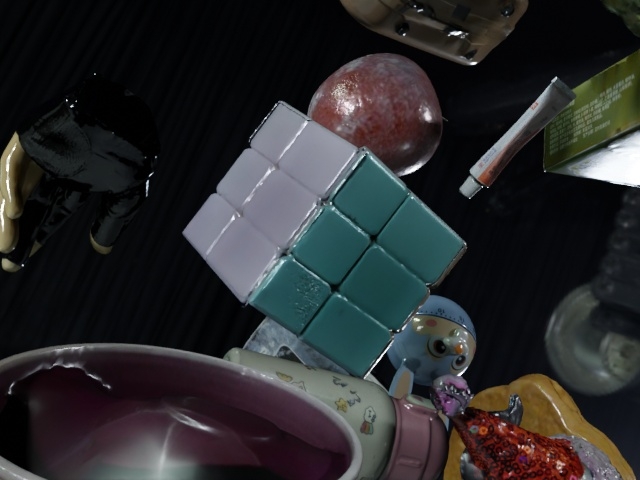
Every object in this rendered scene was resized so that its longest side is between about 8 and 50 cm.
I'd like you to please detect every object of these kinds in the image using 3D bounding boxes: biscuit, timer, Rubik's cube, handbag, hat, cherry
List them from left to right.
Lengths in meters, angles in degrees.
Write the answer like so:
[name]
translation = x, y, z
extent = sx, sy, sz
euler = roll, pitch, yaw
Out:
[Rubik's cube]
translation = 0.000, 0.000, 1.140
extent = 0.231, 0.225, 0.221
euler = 39, 0, -37
[cherry]
translation = 0.116, -0.236, 1.692
extent = 0.285, 0.236, 0.213
euler = -3, -49, -21
[handbag]
translation = 0.132, -0.404, 1.318
extent = 0.301, 0.283, 0.149
euler = 4, -43, -44
[timer]
translation = 0.192, 0.202, 1.533
extent = 0.175, 0.255, 0.175
euler = -1, -55, -1
[hat]
translation = 0.171, 0.206, 0.827
extent = 0.227, 0.140, 0.129
euler = 42, -10, -21
[biscuit]
translation = 0.292, 0.362, 1.189
extent = 0.057, 0.312, 0.351
euler = -2, 36, -36

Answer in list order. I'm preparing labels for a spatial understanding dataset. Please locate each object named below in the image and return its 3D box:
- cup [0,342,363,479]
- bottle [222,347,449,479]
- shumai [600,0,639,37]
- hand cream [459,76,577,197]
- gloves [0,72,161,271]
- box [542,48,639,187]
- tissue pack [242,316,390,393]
[cup]
translation = -0.126, 0.214, 0.494
extent = 0.208, 0.273, 0.288
euler = 20, 13, 28
[bottle]
translation = 0.010, 0.180, 0.865
extent = 0.233, 0.110, 0.110
euler = 16, -15, -14
[shumai]
translation = 0.540, -0.347, 1.041
extent = 0.395, 0.395, 0.348
euler = 40, 18, -44
[hand cream]
translation = 0.286, -0.144, 1.327
extent = 0.038, 0.216, 0.052
euler = 48, 19, 15
[gloves]
translation = -0.321, -0.071, 1.172
extent = 0.197, 0.301, 0.152
euler = 33, 20, -25
[box]
translation = 0.619, -0.185, 1.458
extent = 0.373, 0.138, 0.420
euler = 8, -10, -12
[tissue pack]
translation = -0.010, 0.323, 1.805
extent = 0.361, 0.259, 0.122
euler = 45, 22, 19
